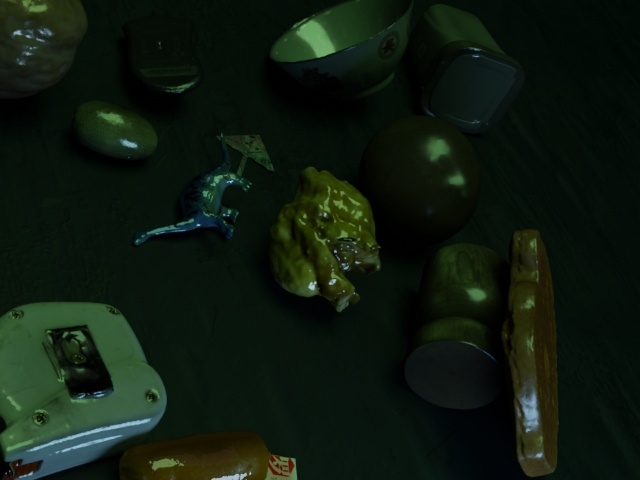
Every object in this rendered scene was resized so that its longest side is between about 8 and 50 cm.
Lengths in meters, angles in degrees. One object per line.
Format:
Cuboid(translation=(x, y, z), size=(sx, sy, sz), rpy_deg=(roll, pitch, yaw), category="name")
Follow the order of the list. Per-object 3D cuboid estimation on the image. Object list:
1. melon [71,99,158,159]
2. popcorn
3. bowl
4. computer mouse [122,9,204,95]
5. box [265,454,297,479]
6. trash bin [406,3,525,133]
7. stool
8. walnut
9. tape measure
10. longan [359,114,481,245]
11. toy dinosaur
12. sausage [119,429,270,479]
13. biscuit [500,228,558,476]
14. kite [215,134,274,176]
Cuboid(translation=(-0.370, -0.197, 1.839), size=(0.162, 0.099, 0.099), rpy_deg=(19, 44, -24), category="melon")
Cuboid(translation=(0.000, 0.004, 1.838), size=(0.190, 0.191, 0.253), rpy_deg=(-8, 65, -22), category="popcorn")
Cuboid(translation=(0.068, -0.408, 2.249), size=(0.157, 0.337, 0.337), rpy_deg=(66, 32, -27), category="bowl")
Cuboid(translation=(-0.317, -0.361, 2.038), size=(0.147, 0.088, 0.264), rpy_deg=(-2, 52, -15), category="computer mouse")
Cuboid(translation=(-0.063, 0.376, 1.572), size=(0.058, 0.015, 0.093), rpy_deg=(15, 45, -24), category="box")
Cuboid(translation=(0.333, -0.426, 2.458), size=(0.219, 0.220, 0.250), rpy_deg=(13, 39, -27), category="trash bin")
Cuboid(translation=(0.260, 0.153, 1.877), size=(0.179, 0.179, 0.264), rpy_deg=(28, 42, -9), category="stool")
Cuboid(translation=(-0.583, -0.397, 1.738), size=(0.344, 0.306, 0.306), rpy_deg=(11, 47, -29), category="walnut")
Cuboid(translation=(-0.365, 0.209, 1.439), size=(0.258, 0.130, 0.265), rpy_deg=(-11, 58, -38), category="tape measure")
Cuboid(translation=(0.203, -0.124, 2.047), size=(0.258, 0.258, 0.258), rpy_deg=(19, 44, -19), category="longan")
Cuboid(translation=(-0.199, -0.067, 1.853), size=(0.144, 0.076, 0.329), rpy_deg=(30, 51, 4), category="toy dinosaur")
Cuboid(translation=(-0.175, 0.331, 1.480), size=(0.238, 0.098, 0.098), rpy_deg=(0, 52, -36), category="sausage")
Cuboid(translation=(0.380, 0.210, 1.828), size=(0.455, 0.078, 0.349), rpy_deg=(-76, 151, -44), category="biscuit")
Cuboid(translation=(-0.152, -0.171, 2.032), size=(0.137, 0.005, 0.152), rpy_deg=(31, 41, -2), category="kite")
